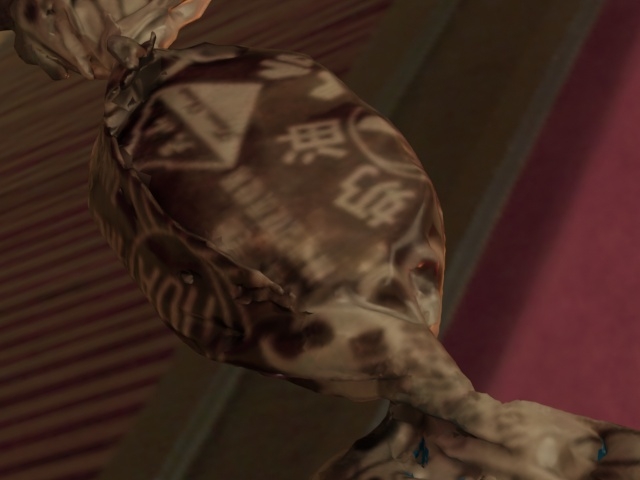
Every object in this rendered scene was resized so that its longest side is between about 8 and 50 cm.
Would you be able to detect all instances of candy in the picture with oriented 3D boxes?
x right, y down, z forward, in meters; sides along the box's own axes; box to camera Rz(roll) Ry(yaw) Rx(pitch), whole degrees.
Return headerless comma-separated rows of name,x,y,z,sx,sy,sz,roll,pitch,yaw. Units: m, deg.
candy,0.000,0.000,0.362,0.094,0.051,0.226,-25,55,-20
